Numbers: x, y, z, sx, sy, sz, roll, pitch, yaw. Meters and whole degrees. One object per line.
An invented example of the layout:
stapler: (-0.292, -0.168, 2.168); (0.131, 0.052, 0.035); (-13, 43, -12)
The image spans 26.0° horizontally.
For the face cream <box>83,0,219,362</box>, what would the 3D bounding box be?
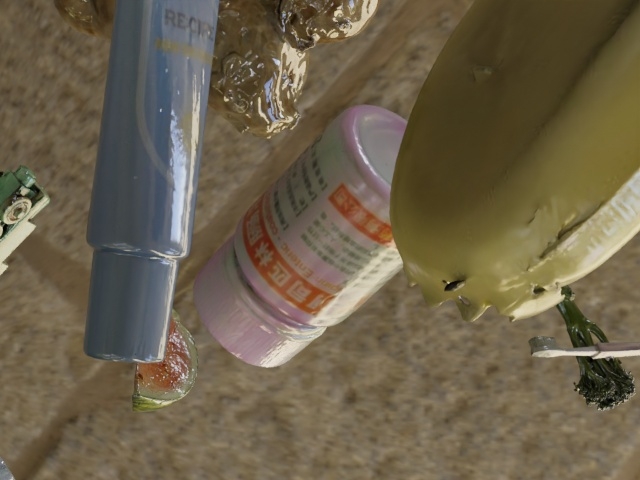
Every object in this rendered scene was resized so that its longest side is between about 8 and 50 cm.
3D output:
face cream: (-0.140, -0.091, 1.152); (0.136, 0.086, 0.385); (9, 88, -59)

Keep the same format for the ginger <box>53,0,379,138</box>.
ginger: (-0.128, -0.269, 1.590); (0.375, 0.176, 0.256); (18, 95, 10)

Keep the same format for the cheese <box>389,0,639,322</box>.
cheese: (0.156, -0.090, 0.883); (0.128, 0.259, 0.315); (31, 86, -18)

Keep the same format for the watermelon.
watermelon: (-0.180, 0.151, 1.635); (0.069, 0.087, 0.163); (8, 44, 0)

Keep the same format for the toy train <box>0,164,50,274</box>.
toy train: (-0.439, -0.016, 1.836); (0.194, 0.125, 0.081); (-44, 70, 2)

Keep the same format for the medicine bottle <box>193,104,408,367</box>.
medicine bottle: (0.000, 0.000, 1.996); (0.219, 0.388, 0.219); (29, 37, -25)

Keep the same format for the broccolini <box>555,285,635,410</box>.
broccolini: (0.264, 0.087, 1.503); (0.058, 0.067, 0.216); (-35, 86, 20)

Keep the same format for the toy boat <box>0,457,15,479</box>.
toy boat: (-0.329, 0.233, 1.245); (0.100, 0.290, 0.199); (-31, 97, -21)

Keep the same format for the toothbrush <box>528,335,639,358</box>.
toothbrush: (0.254, 0.095, 1.217); (0.194, 0.014, 0.017); (4, 57, -35)
